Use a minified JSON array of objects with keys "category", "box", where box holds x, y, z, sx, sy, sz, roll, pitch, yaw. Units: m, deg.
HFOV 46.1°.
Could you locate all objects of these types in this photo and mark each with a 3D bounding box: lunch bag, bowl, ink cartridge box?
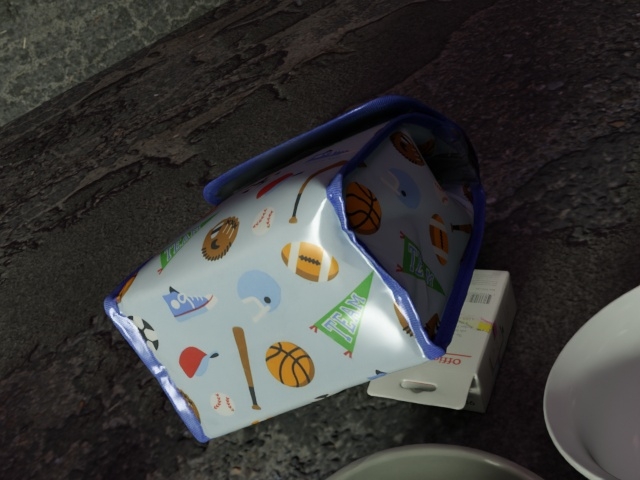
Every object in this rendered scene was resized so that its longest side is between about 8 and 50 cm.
[{"category":"lunch bag","box":[0.000,0.000,0.872,0.328,0.239,0.385,-24,13,31]},{"category":"bowl","box":[0.352,0.144,0.625,0.298,0.134,0.298,-30,18,11]},{"category":"ink cartridge box","box":[0.140,0.121,0.847,0.115,0.067,0.198,3,42,30]}]

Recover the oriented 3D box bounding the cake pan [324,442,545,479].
[{"category":"cake pan","box":[0.098,0.304,0.610,0.293,0.054,0.293,-4,41,3]}]
